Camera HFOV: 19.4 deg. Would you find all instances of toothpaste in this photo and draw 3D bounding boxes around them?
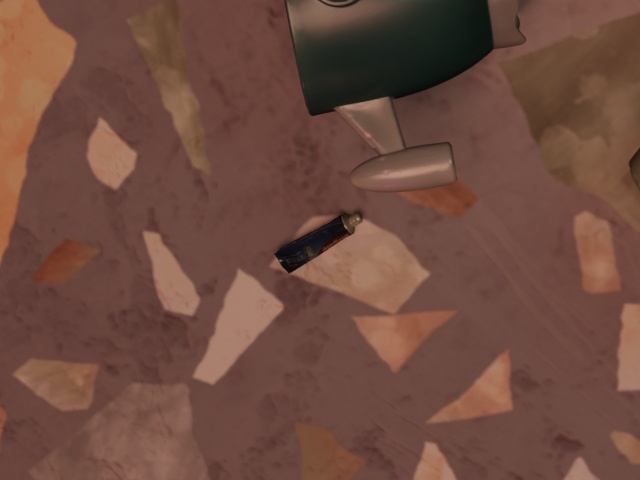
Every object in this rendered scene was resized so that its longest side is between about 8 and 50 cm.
[{"bbox_3d":[0.000,0.000,1.564,0.083,0.019,0.027,-30,125,19],"label":"toothpaste"}]

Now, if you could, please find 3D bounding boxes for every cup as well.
[{"bbox_3d":[0.062,-0.186,1.415,0.173,0.167,0.300,-10,82,5],"label":"cup"}]

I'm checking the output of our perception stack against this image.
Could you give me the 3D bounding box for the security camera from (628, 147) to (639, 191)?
[{"bbox_3d":[0.370,-0.070,1.384,0.194,0.194,0.236,42,108,-6],"label":"security camera"}]
